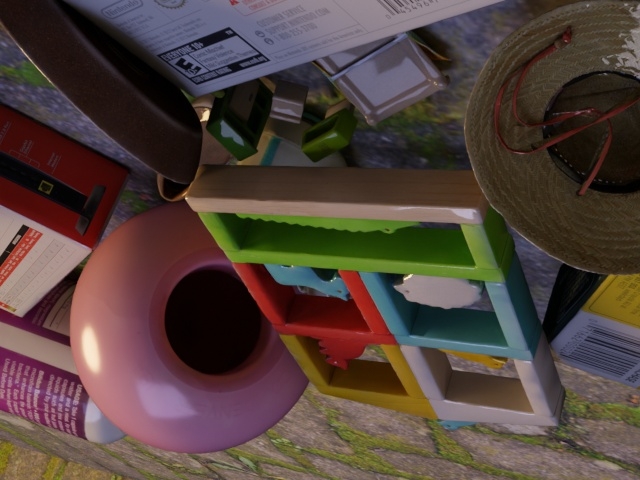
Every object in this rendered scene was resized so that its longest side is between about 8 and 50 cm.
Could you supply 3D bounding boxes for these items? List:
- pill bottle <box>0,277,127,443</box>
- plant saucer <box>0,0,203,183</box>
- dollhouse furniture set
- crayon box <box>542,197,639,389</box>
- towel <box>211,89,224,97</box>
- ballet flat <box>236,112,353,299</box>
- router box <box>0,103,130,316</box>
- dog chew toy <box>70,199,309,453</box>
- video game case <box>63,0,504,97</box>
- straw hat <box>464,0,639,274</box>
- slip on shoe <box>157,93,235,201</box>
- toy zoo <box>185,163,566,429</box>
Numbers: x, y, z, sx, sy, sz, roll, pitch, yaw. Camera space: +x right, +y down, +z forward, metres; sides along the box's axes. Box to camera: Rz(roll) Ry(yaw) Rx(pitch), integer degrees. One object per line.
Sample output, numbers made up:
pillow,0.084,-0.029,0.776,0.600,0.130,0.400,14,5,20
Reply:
pill bottle,-0.283,0.135,1.210,0.302,0.169,0.169,18,158,7
plant saucer,-0.125,-0.104,0.614,0.168,0.029,0.168,45,-171,-9
dollhouse furniture set,0.003,-0.101,0.622,0.152,0.058,0.076,-25,125,35
crayon box,0.317,0.063,0.652,0.319,0.081,0.202,19,158,4
towel,-0.093,-0.121,0.629,0.083,0.009,0.060,38,-164,-33
ballet flat,0.000,0.000,0.778,0.086,0.086,0.248,8,155,27
router box,-0.366,-0.053,0.966,0.301,0.082,0.335,28,156,-18
dog chew toy,-0.126,0.080,0.933,0.207,0.206,0.332,26,165,-14
video game case,-0.059,-0.175,0.454,0.244,0.061,0.270,35,153,-34
straw hat,0.148,-0.058,0.538,0.145,0.144,0.061,18,-164,6
slip on shoe,-0.088,-0.064,0.757,0.051,0.041,0.135,29,156,-19
toy zoo,0.053,0.055,0.713,0.192,0.030,0.293,4,145,27
